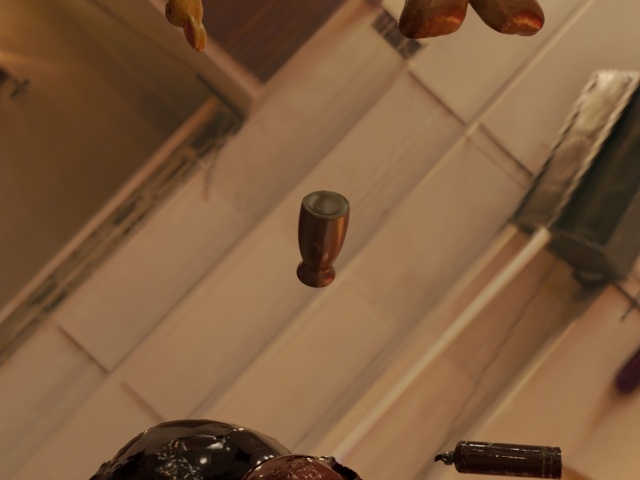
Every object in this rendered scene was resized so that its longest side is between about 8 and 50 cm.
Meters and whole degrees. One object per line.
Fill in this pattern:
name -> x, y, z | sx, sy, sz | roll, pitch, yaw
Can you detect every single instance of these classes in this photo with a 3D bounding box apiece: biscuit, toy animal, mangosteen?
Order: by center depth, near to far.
biscuit -> 0.122, -0.289, 1.147 | 0.047, 0.164, 0.207 | -35, -113, 57
mangosteen -> -0.121, 0.343, 1.287 | 0.330, 0.330, 0.330 | 41, -12, 11
toy animal -> -0.196, -0.345, 1.723 | 0.070, 0.159, 0.083 | -10, -6, 37

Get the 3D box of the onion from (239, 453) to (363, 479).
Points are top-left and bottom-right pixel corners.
onion -> -0.026, 0.272, 1.020 | 0.184, 0.184, 0.147 | 37, 23, 28

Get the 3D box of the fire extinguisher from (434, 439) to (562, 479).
fire extinguisher -> 0.224, 0.275, 1.530 | 0.158, 0.043, 0.064 | 3, 3, 7

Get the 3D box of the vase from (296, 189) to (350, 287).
vase -> 0.000, 0.000, 1.300 | 0.053, 0.053, 0.100 | 36, -45, 30
